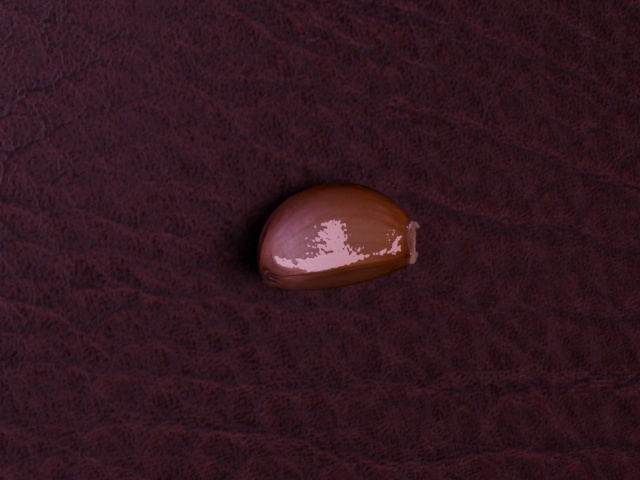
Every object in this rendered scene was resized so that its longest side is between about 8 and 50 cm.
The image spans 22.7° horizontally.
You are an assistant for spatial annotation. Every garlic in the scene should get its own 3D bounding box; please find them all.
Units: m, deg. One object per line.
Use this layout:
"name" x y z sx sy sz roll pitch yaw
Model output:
"garlic" 0.000 0.008 1.827 0.207 0.128 0.115 -15 150 -24
